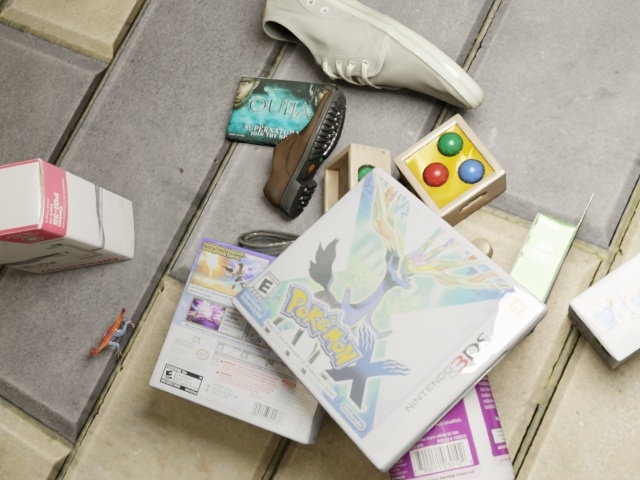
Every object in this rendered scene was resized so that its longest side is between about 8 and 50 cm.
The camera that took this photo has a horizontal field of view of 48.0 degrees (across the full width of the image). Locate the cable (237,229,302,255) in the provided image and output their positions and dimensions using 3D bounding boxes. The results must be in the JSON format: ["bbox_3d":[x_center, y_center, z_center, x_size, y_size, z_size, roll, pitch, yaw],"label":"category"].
[{"bbox_3d":[0.000,0.000,1.177,0.287,0.072,0.139,18,40,31],"label":"cable"}]

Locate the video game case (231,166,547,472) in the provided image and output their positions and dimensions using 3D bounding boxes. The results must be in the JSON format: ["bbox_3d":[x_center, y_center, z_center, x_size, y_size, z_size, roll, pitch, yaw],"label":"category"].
[{"bbox_3d":[0.082,0.091,0.989,0.300,0.036,0.329,-43,60,-6],"label":"video game case"}]

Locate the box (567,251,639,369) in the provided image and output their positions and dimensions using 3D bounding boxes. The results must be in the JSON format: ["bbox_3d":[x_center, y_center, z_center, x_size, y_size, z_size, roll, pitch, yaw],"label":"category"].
[{"bbox_3d":[0.464,0.078,1.013,0.203,0.114,0.103,-36,67,5],"label":"box"}]

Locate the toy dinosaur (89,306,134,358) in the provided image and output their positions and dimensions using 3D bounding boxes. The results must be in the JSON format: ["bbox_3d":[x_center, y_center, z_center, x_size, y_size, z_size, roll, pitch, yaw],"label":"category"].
[{"bbox_3d":[-0.370,0.163,1.254,0.047,0.090,0.082,28,52,36],"label":"toy dinosaur"}]

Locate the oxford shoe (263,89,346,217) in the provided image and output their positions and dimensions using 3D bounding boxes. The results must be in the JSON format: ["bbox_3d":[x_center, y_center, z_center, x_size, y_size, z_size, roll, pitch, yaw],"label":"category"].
[{"bbox_3d":[-0.034,-0.159,1.214,0.096,0.083,0.227,34,102,23],"label":"oxford shoe"}]

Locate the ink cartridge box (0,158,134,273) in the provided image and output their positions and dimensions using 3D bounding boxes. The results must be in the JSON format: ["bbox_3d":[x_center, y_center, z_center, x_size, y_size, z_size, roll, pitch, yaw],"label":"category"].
[{"bbox_3d":[-0.473,-0.031,1.220,0.207,0.283,0.117,-9,76,13],"label":"ink cartridge box"}]

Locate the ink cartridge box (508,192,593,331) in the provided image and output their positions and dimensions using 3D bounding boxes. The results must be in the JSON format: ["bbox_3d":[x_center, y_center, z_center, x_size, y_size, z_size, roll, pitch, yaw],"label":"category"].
[{"bbox_3d":[0.330,0.026,1.069,0.062,0.109,0.209,24,83,20],"label":"ink cartridge box"}]

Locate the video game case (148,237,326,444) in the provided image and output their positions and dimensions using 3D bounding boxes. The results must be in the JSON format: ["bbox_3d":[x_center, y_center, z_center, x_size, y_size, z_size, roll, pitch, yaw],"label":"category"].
[{"bbox_3d":[-0.095,0.146,1.091,0.270,0.061,0.244,15,80,19],"label":"video game case"}]

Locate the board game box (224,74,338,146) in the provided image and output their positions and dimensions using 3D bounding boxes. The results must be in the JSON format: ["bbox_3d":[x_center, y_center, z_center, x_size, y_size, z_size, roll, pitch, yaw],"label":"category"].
[{"bbox_3d":[-0.070,-0.229,1.297,0.186,0.026,0.126,10,78,18],"label":"board game box"}]

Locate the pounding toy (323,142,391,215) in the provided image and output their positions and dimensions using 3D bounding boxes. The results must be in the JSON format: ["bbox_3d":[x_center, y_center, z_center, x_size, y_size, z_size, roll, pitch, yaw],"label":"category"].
[{"bbox_3d":[0.077,-0.076,1.154,0.100,0.141,0.130,7,74,-22],"label":"pounding toy"}]

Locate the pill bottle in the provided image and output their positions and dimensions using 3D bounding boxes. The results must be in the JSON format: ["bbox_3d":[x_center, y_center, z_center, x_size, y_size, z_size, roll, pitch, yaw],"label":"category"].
[{"bbox_3d":[0.157,0.214,1.035,0.169,0.169,0.301,-16,71,11],"label":"pill bottle"}]

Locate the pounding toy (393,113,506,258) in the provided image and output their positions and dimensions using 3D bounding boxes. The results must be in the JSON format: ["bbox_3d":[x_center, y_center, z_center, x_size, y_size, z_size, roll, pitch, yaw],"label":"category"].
[{"bbox_3d":[0.205,-0.062,1.136,0.181,0.094,0.206,-35,68,4],"label":"pounding toy"}]

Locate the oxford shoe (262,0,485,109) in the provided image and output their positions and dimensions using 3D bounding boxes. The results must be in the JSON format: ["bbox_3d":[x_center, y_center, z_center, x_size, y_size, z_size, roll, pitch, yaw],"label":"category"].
[{"bbox_3d":[0.075,-0.315,1.212,0.449,0.169,0.130,35,94,24],"label":"oxford shoe"}]
